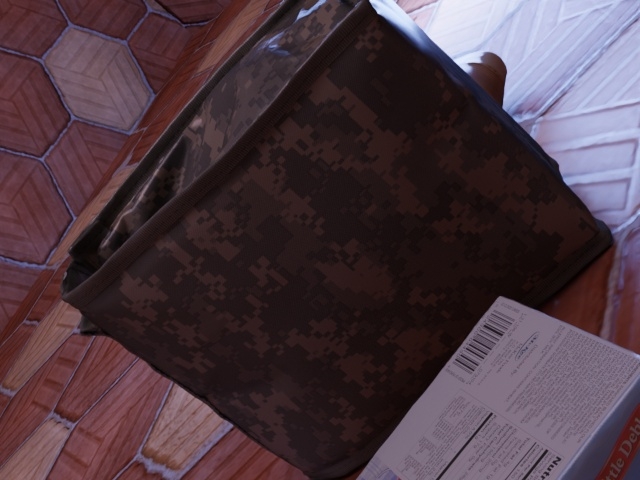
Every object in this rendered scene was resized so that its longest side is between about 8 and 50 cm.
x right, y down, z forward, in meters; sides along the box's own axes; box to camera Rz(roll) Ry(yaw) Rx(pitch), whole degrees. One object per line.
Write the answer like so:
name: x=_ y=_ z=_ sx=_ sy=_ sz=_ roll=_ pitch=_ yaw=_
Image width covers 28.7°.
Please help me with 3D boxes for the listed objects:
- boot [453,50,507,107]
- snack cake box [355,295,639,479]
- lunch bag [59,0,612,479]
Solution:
boot: x=0.045 y=-0.059 z=1.085 sx=0.248 sy=0.090 sz=0.207 roll=-25 pitch=27 yaw=47
snack cake box: x=0.063 y=0.164 z=0.573 sx=0.264 sy=0.089 sz=0.152 roll=-51 pitch=19 yaw=-4
lunch bag: x=0.000 y=0.000 z=0.825 sx=0.287 sy=0.235 sz=0.169 roll=-45 pitch=23 yaw=13
